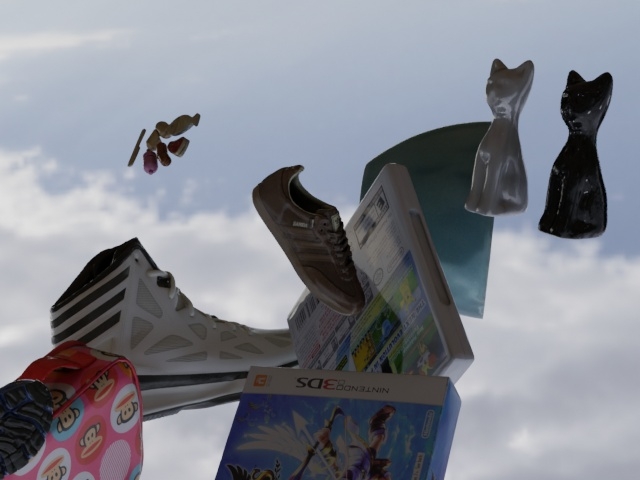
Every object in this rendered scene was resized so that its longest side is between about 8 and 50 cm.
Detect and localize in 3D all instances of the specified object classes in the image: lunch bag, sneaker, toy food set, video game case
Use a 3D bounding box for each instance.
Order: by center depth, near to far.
[{"bbox_3d":[-0.362,0.212,1.479,0.221,0.083,0.087,-39,-151,-7],"label":"sneaker"},{"bbox_3d":[0.005,0.267,1.605,0.244,0.061,0.270,0,-126,24],"label":"video game case"},{"bbox_3d":[0.000,0.000,1.684,0.071,0.188,0.066,-36,-175,29],"label":"sneaker"},{"bbox_3d":[-0.336,0.260,1.807,0.120,0.258,0.293,17,-145,27],"label":"lunch bag"},{"bbox_3d":[0.065,0.121,1.868,0.036,0.329,0.300,5,-132,-27],"label":"video game case"},{"bbox_3d":[-0.195,-0.118,1.879,0.019,0.078,0.122,33,158,-33],"label":"toy food set"},{"bbox_3d":[-0.186,0.112,2.161,0.447,0.258,0.169,-9,180,-35],"label":"sneaker"}]

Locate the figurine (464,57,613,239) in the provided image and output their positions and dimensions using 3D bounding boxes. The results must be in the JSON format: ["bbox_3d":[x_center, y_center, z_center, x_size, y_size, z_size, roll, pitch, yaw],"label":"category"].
[{"bbox_3d":[0.283,-0.126,1.920,0.092,0.210,0.215,-6,-163,-41],"label":"figurine"}]

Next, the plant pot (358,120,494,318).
[{"bbox_3d":[0.157,-0.038,2.186,0.195,0.290,0.290,5,-162,6],"label":"plant pot"}]
